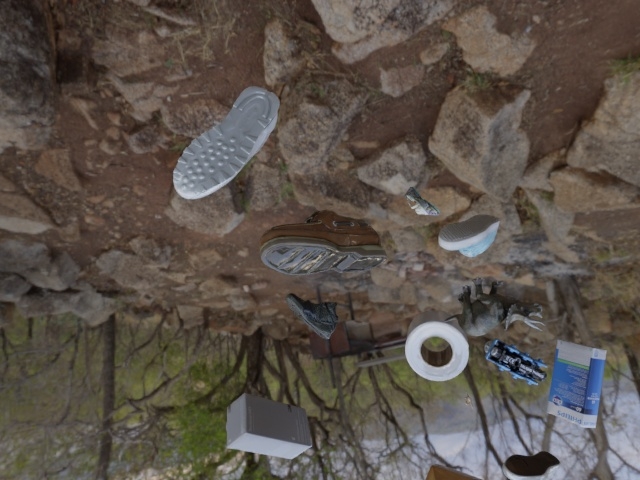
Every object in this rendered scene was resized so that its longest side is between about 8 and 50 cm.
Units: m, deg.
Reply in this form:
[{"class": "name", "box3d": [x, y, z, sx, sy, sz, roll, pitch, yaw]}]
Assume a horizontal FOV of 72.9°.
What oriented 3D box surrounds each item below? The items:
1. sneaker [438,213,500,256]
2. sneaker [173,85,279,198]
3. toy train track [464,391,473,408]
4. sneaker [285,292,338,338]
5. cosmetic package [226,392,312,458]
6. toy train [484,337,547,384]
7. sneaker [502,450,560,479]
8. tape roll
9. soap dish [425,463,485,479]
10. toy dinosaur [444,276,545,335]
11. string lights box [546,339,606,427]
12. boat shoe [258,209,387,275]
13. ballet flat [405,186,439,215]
[{"class": "sneaker", "box3d": [0.569, 0.008, 1.640, 0.365, 0.150, 0.135, -16, -154, -38]}, {"class": "sneaker", "box3d": [-0.150, -0.150, 0.730, 0.235, 0.090, 0.095, -51, 178, -20]}, {"class": "toy train track", "box3d": [0.408, 0.448, 1.206, 0.014, 0.048, 0.083, -18, 150, 3]}, {"class": "sneaker", "box3d": [-0.023, 0.258, 1.654, 0.130, 0.227, 0.087, -51, -177, -25]}, {"class": "cosmetic package", "box3d": [-0.152, 0.547, 1.270, 0.238, 0.127, 0.107, 31, 119, -35]}, {"class": "toy train", "box3d": [0.540, 0.335, 1.208, 0.184, 0.080, 0.105, 27, 180, -11]}, {"class": "sneaker", "box3d": [0.739, 0.834, 1.531, 0.290, 0.123, 0.106, 12, -167, -31]}, {"class": "tape roll", "box3d": [0.472, 0.423, 1.769, 0.246, 0.246, 0.169, -18, -178, 17]}, {"class": "soap dish", "box3d": [0.505, 0.955, 1.548, 0.290, 0.229, 0.118, 17, -159, 7]}, {"class": "toy dinosaur", "box3d": [0.461, 0.208, 1.253, 0.121, 0.160, 0.313, 20, 144, -33]}, {"class": "string lights box", "box3d": [0.874, 0.485, 1.483, 0.076, 0.260, 0.133, 13, 176, -25]}, {"class": "boat shoe", "box3d": [0.000, 0.000, 0.840, 0.307, 0.105, 0.110, 9, 145, -47]}, {"class": "ballet flat", "box3d": [0.232, -0.083, 1.009, 0.041, 0.114, 0.041, -14, 130, -17]}]
